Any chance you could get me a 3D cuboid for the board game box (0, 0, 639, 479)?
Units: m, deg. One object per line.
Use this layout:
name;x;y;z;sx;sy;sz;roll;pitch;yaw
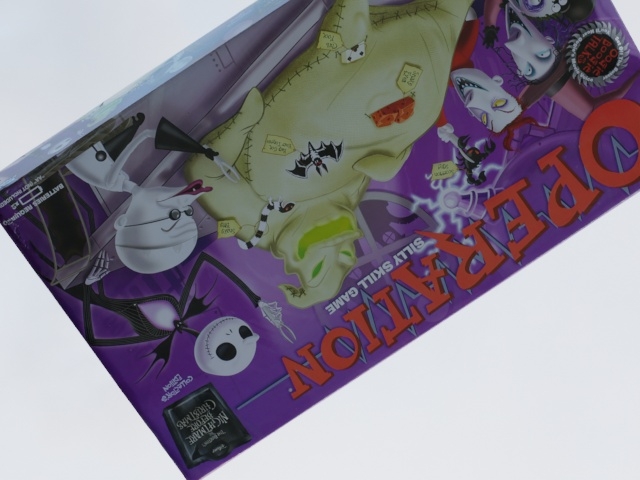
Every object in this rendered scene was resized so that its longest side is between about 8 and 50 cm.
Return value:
board game box;0.014;-0.040;0.922;0.208;0.347;0.056;56;-1;-23
